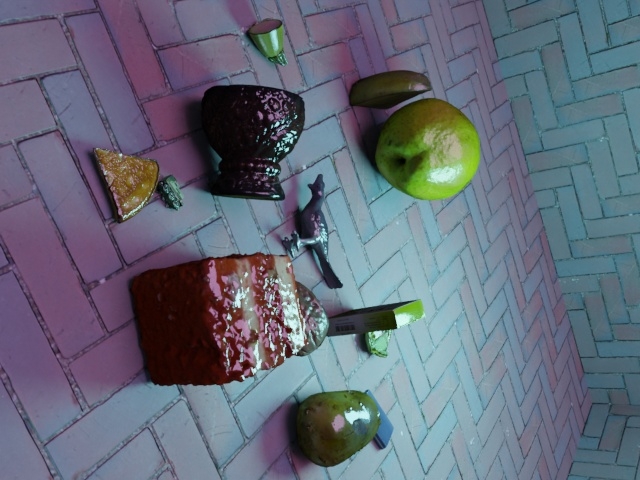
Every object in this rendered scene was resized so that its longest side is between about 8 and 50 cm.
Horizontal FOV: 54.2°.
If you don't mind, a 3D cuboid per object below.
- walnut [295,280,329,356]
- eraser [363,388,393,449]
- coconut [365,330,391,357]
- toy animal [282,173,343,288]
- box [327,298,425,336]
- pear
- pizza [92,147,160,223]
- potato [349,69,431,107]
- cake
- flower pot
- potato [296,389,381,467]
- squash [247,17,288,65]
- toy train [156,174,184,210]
[{"bbox_3d":[-0.071,0.206,1.712,0.178,0.178,0.230,-29,94,-51],"label":"walnut"},{"bbox_3d":[0.180,0.588,2.048,0.225,0.036,0.082,58,43,-26],"label":"eraser"},{"bbox_3d":[0.193,0.328,2.104,0.158,0.055,0.133,-15,96,-51],"label":"coconut"},{"bbox_3d":[-0.024,-0.010,1.877,0.206,0.081,0.366,-17,100,-50],"label":"toy animal"},{"bbox_3d":[0.165,0.239,1.920,0.175,0.261,0.062,-9,87,-53],"label":"box"},{"bbox_3d":[0.368,-0.318,2.215,0.391,0.391,0.390,14,72,-50],"label":"pear"},{"bbox_3d":[-0.450,-0.135,1.397,0.176,0.036,0.184,36,58,-40],"label":"pizza"},{"bbox_3d":[0.274,-0.552,2.226,0.270,0.255,0.111,-15,96,-52],"label":"potato"},{"bbox_3d":[-0.218,0.166,1.443,0.320,0.270,0.269,-12,93,-54],"label":"cake"},{"bbox_3d":[-0.178,-0.240,1.601,0.267,0.267,0.266,5,89,-51],"label":"flower pot"},{"bbox_3d":[0.056,0.530,1.794,0.308,0.173,0.210,-1,81,-49],"label":"potato"},{"bbox_3d":[-0.146,-0.574,1.848,0.105,0.105,0.132,-61,147,-39],"label":"squash"},{"bbox_3d":[-0.359,-0.114,1.509,0.083,0.033,0.053,60,39,-25],"label":"toy train"}]
